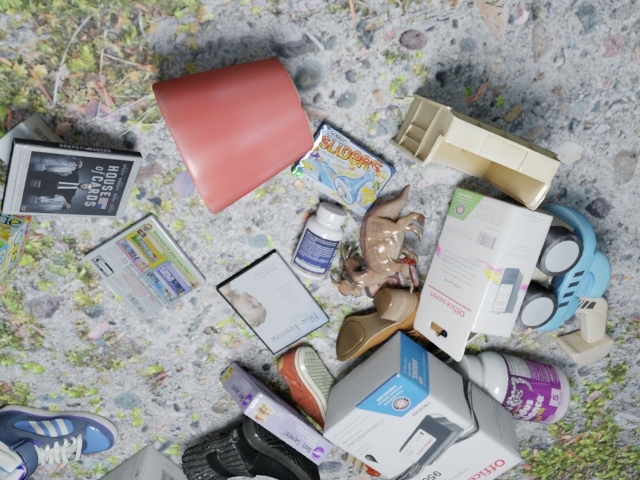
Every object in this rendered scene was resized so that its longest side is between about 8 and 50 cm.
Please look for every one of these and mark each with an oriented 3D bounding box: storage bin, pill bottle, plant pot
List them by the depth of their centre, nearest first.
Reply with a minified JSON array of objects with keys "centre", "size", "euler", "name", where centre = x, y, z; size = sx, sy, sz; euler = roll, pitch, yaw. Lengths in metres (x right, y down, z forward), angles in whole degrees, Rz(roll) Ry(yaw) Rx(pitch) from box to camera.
[{"centre":[-0.160,-0.222,1.080],"size":[0.243,0.275,0.275],"euler":[-24,116,-6],"name":"plant pot"},{"centre":[0.316,-0.189,1.146],"size":[0.262,0.260,0.123],"euler":[19,108,-15],"name":"storage bin"},{"centre":[0.000,0.000,1.285],"size":[0.094,0.094,0.169],"euler":[17,112,-15],"name":"pill bottle"},{"centre":[0.506,0.397,1.499],"size":[0.301,0.169,0.169],"euler":[13,113,-13],"name":"pill bottle"}]

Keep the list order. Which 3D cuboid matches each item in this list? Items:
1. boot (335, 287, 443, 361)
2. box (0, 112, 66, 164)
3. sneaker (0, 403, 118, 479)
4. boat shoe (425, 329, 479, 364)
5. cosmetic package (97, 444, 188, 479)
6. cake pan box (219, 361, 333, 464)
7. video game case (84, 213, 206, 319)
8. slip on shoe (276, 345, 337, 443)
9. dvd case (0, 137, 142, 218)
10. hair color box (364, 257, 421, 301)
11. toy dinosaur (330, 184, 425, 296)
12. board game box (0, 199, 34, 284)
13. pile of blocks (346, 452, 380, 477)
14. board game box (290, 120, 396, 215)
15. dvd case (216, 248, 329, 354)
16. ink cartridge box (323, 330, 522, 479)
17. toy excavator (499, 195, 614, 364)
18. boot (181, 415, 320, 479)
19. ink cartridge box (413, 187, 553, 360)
[{"centre":[0.187,0.232,1.429],"size":[0.220,0.109,0.283],"euler":[16,122,-32],"name":"boot"},{"centre":[-0.586,-0.187,1.117],"size":[0.087,0.102,0.101],"euler":[-36,115,7],"name":"box"},{"centre":[-0.697,0.544,1.376],"size":[0.323,0.236,0.130],"euler":[16,112,-14],"name":"sneaker"},{"centre":[0.364,0.234,1.450],"size":[0.068,0.081,0.228],"euler":[24,113,-21],"name":"boat shoe"},{"centre":[-0.564,0.774,1.549],"size":[0.365,0.155,0.197],"euler":[-34,114,10],"name":"cosmetic package"},{"centre":[-0.115,0.435,1.395],"size":[0.267,0.246,0.070],"euler":[43,80,-24],"name":"cake pan box"},{"centre":[-0.413,0.067,1.304],"size":[0.193,0.023,0.212],"euler":[-30,114,8],"name":"video game case"},{"centre":[-0.016,0.423,1.485],"size":[0.101,0.123,0.331],"euler":[-15,118,24],"name":"slip on shoe"},{"centre":[-0.505,-0.120,1.119],"size":[0.238,0.029,0.179],"euler":[1,135,-38],"name":"dvd case"},{"centre":[0.176,0.097,1.382],"size":[0.141,0.043,0.072],"euler":[-18,117,3],"name":"hair color box"},{"centre":[0.132,0.007,1.276],"size":[0.200,0.127,0.296],"euler":[10,95,11],"name":"toy dinosaur"},{"centre":[-0.713,0.028,1.106],"size":[0.144,0.275,0.142],"euler":[22,111,-16],"name":"board game box"},{"centre":[0.212,0.555,1.567],"size":[0.149,0.112,0.362],"euler":[34,106,-21],"name":"pile of blocks"},{"centre":[0.053,-0.161,1.248],"size":[0.201,0.035,0.136],"euler":[29,109,-19],"name":"board game box"},{"centre":[-0.117,0.162,1.388],"size":[0.180,0.022,0.253],"euler":[-32,115,8],"name":"dvd case"},{"centre":[0.250,0.458,1.367],"size":[0.395,0.166,0.285],"euler":[36,117,-12],"name":"ink cartridge box"},{"centre":[0.617,0.128,1.378],"size":[0.445,0.222,0.433],"euler":[5,116,-19],"name":"toy excavator"},{"centre":[-0.189,0.632,1.542],"size":[0.260,0.131,0.348],"euler":[-36,118,13],"name":"boot"},{"centre":[0.354,0.078,1.239],"size":[0.119,0.207,0.353],"euler":[12,101,-26],"name":"ink cartridge box"}]
